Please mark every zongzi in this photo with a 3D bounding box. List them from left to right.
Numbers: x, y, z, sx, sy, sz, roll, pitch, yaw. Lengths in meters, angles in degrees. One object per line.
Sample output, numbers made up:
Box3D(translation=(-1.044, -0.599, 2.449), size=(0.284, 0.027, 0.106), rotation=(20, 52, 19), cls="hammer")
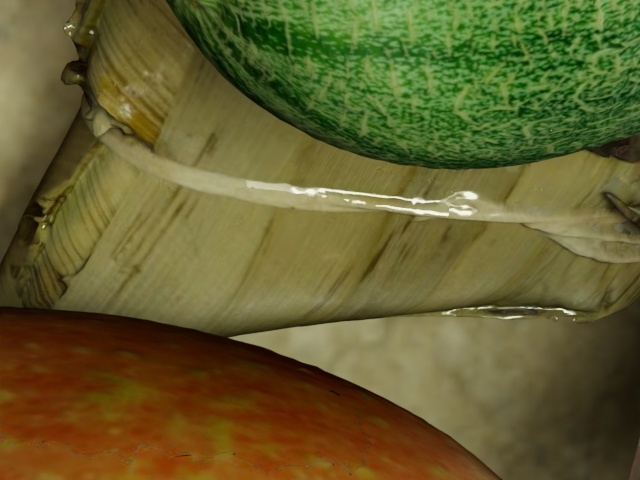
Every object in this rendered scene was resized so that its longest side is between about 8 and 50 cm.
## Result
Box3D(translation=(0.000, 0.000, 0.572), size=(0.195, 0.099, 0.197), rotation=(22, 111, -14), cls="zongzi")

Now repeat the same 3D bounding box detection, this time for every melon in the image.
Box3D(translation=(0.077, -0.132, 0.451), size=(0.288, 0.182, 0.182), rotation=(-43, 107, -28), cls="melon")

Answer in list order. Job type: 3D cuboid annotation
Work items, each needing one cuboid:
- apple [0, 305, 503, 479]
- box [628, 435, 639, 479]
Box3D(translation=(-0.086, 0.164, 0.471), size=(0.277, 0.319, 0.319), rotation=(19, 98, -26), cls="apple")
Box3D(translation=(0.306, 0.020, 0.495), size=(0.349, 0.257, 0.318), rotation=(23, 71, -12), cls="box")
